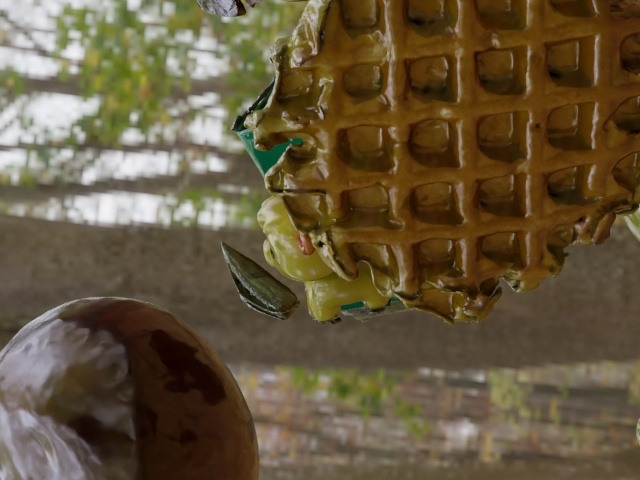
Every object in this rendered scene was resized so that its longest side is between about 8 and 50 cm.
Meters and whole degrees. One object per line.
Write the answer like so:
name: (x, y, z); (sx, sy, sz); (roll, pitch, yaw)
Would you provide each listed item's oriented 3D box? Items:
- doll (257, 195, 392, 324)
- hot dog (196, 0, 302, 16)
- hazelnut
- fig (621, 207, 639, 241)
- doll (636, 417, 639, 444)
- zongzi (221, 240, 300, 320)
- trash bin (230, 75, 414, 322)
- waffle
doll: (0.000, 0.000, 1.845); (0.221, 0.135, 0.143); (66, -167, -45)
hot dog: (0.008, -0.280, 1.369); (0.326, 0.107, 0.194); (14, 119, 51)
hazelnut: (-0.283, 0.273, 2.358); (0.429, 0.402, 0.402); (52, 158, 23)
fig: (0.371, -0.117, 1.335); (0.258, 0.258, 0.326); (-83, -6, -45)
doll: (0.503, 0.170, 1.914); (0.261, 0.177, 0.161); (-62, 0, -8)
zongzi: (-0.085, 0.054, 2.226); (0.052, 0.104, 0.113); (-42, -57, -24)
trash bin: (0.082, -0.102, 2.421); (0.259, 0.381, 0.295); (-12, 31, 47)
waffle: (0.114, -0.094, 1.164); (0.325, 0.302, 0.068); (-47, 21, 16)
